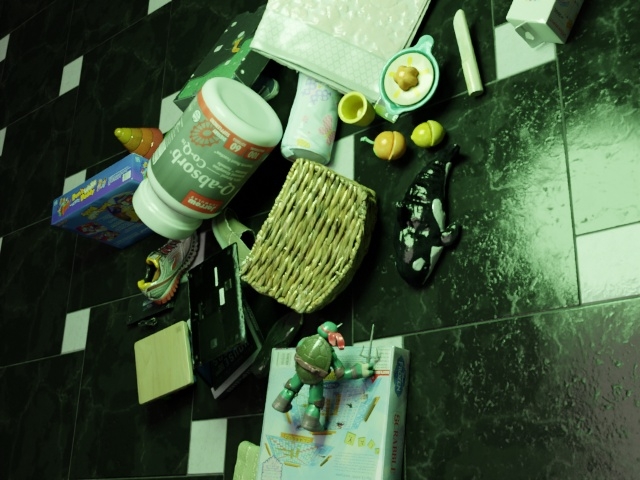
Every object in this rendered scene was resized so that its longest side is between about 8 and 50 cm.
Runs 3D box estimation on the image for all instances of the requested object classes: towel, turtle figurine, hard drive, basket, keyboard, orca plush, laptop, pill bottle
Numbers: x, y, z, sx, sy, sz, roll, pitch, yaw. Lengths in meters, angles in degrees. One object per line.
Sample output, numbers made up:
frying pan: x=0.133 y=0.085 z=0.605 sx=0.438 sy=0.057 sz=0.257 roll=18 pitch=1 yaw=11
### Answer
towel: x=-0.145 y=0.507 z=1.656 sx=0.110 sy=0.027 sz=0.148 roll=0 pitch=74 yaw=41
turtle figurine: x=-0.001 y=0.236 z=1.487 sx=0.175 sy=0.118 sz=0.234 roll=32 pitch=100 yaw=45
hard drive: x=-0.208 y=-0.467 z=1.982 sx=0.237 sy=0.064 sz=0.338 roll=-3 pitch=49 yaw=47
basket: x=0.000 y=0.000 z=1.680 sx=0.214 sy=0.223 sz=0.299 roll=27 pitch=93 yaw=12
towel: x=0.048 y=-0.499 z=1.718 sx=0.332 sy=0.053 sz=0.316 roll=24 pitch=91 yaw=1
keyboard: x=-0.451 y=0.182 z=2.066 sx=0.180 sy=0.023 sz=0.108 roll=-24 pitch=52 yaw=35
towel: x=0.156 y=-0.304 z=1.691 sx=0.060 sy=0.009 sz=0.083 roll=30 pitch=99 yaw=2
orca plush: x=0.197 y=-0.061 z=1.517 sx=0.151 sy=0.102 sz=0.287 roll=28 pitch=93 yaw=45
laptop: x=-0.216 y=0.171 z=1.725 sx=0.264 sy=0.137 sz=0.234 roll=-30 pitch=56 yaw=34
pill bottle: x=-0.270 y=-0.181 z=1.812 sx=0.363 sy=0.210 sz=0.210 roll=-47 pitch=48 yaw=28

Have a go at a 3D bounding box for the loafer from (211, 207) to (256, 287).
loafer: x=-0.187 y=0.005 z=1.850 sx=0.087 sy=0.094 sz=0.251 roll=-35 pitch=46 yaw=11

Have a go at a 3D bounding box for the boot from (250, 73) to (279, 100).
boot: x=-0.202 y=-0.377 z=2.015 sx=0.190 sy=0.086 sz=0.069 roll=-28 pitch=57 yaw=32

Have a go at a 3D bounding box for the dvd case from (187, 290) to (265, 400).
dvd case: x=-0.221 y=0.227 z=1.835 sx=0.179 sy=0.030 sz=0.238 roll=-46 pitch=48 yaw=20

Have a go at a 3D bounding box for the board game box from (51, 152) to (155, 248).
board game box: x=-0.517 y=-0.095 z=2.086 sx=0.347 sy=0.233 sz=0.078 roll=-22 pitch=59 yaw=34

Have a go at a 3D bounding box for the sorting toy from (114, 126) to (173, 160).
sorting toy: x=-0.454 y=-0.285 z=2.180 sx=0.366 sy=0.126 sz=0.127 roll=5 pitch=77 yaw=44

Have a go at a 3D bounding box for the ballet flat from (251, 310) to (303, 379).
ballet flat: x=-0.092 y=0.227 z=1.713 sx=0.057 sy=0.049 sz=0.173 roll=36 pitch=92 yaw=38

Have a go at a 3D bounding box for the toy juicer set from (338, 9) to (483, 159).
toy juicer set: x=0.202 y=-0.301 z=1.590 sx=0.329 sy=0.089 sz=0.209 roll=-39 pitch=64 yaw=20

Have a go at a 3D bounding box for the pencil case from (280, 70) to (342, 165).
pencil case: x=-0.013 y=-0.309 z=1.792 sx=0.114 sy=0.124 sz=0.273 roll=-2 pitch=73 yaw=42

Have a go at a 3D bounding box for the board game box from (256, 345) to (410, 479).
board game box: x=0.019 y=0.370 z=1.533 sx=0.319 sy=0.066 sz=0.317 roll=-7 pitch=68 yaw=40

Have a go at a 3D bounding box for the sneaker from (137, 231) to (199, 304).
sneaker: x=-0.389 y=0.048 z=2.003 sx=0.088 sy=0.093 sz=0.225 roll=8 pitch=68 yaw=42

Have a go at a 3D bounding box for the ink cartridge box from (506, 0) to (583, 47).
ink cartridge box: x=0.426 y=-0.441 z=1.468 sx=0.090 sy=0.092 sz=0.143 roll=24 pitch=91 yaw=44

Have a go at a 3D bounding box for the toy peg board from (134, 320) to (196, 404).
toy peg board: x=-0.362 y=0.305 z=1.905 sx=0.161 sy=0.079 sz=0.161 roll=-26 pitch=59 yaw=23
